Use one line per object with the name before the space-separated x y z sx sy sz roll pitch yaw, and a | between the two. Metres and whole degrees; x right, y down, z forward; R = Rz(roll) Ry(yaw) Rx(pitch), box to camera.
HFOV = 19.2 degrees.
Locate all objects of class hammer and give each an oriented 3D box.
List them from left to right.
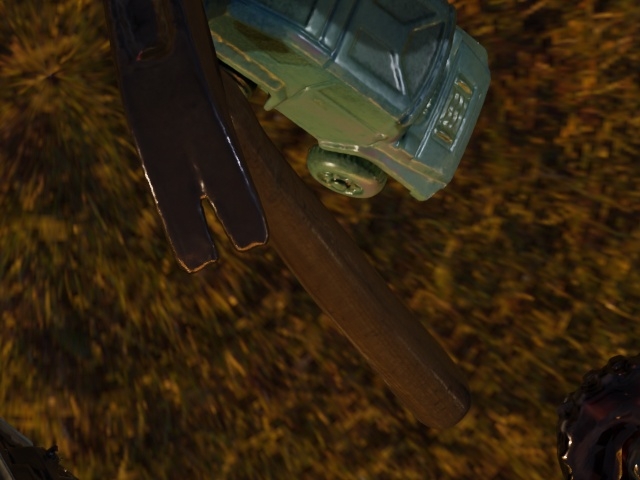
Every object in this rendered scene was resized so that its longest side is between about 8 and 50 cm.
hammer | 0.000 0.000 0.952 0.044 0.440 0.168 -19 61 12

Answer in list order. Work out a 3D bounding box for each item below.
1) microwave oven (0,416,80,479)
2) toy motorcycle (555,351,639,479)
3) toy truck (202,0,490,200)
microwave oven | -0.184 0.277 1.319 0.181 0.237 0.295 -40 140 -1
toy motorcycle | 0.329 0.247 1.343 0.416 0.172 0.232 26 104 -7
toy truck | 0.011 -0.150 1.470 0.279 0.156 0.155 34 70 -32
